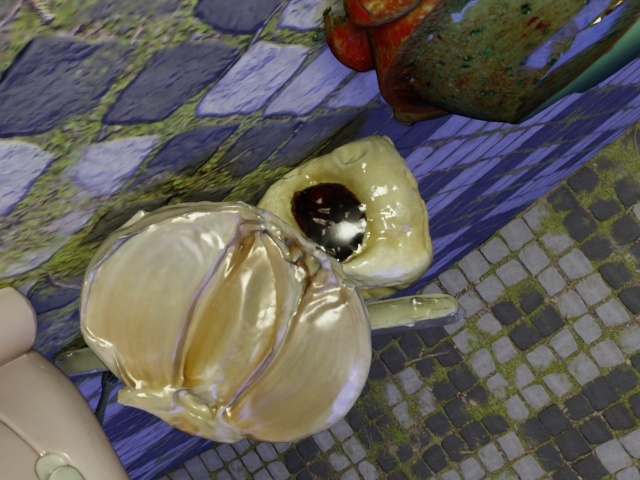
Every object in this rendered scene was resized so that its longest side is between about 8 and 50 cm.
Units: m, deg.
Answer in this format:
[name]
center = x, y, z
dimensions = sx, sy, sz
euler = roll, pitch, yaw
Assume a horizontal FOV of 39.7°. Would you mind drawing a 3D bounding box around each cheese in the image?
[cheese]
center = -0.062, 0.093, 0.855
dimensions = 0.400, 0.034, 0.085
euler = -10, 173, 13

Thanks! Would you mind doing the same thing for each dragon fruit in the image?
[dragon fruit]
center = 0.142, -0.171, 0.541
dimensions = 0.295, 0.130, 0.268
euler = -30, 163, -22

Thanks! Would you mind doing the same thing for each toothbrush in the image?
[toothbrush]
center = -0.232, 0.224, 0.879
dimensions = 0.031, 0.023, 0.321
euler = -52, -159, 35

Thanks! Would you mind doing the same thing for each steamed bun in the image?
[steamed bun]
center = 0.000, 0.000, 0.816
dimensions = 0.155, 0.140, 0.172
euler = -18, 167, -25

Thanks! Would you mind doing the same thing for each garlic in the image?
[garlic]
center = -0.068, 0.055, 0.702
dimensions = 0.178, 0.229, 0.143
euler = -57, -170, 8

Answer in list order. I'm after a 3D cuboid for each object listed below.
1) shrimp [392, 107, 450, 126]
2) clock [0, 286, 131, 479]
[shrimp]
center = 0.163, -0.173, 0.747
dimensions = 0.262, 0.066, 0.117
euler = -25, -168, 39
[clock]
center = -0.242, 0.246, 0.639
dimensions = 0.184, 0.325, 0.342
euler = -24, 164, -50
